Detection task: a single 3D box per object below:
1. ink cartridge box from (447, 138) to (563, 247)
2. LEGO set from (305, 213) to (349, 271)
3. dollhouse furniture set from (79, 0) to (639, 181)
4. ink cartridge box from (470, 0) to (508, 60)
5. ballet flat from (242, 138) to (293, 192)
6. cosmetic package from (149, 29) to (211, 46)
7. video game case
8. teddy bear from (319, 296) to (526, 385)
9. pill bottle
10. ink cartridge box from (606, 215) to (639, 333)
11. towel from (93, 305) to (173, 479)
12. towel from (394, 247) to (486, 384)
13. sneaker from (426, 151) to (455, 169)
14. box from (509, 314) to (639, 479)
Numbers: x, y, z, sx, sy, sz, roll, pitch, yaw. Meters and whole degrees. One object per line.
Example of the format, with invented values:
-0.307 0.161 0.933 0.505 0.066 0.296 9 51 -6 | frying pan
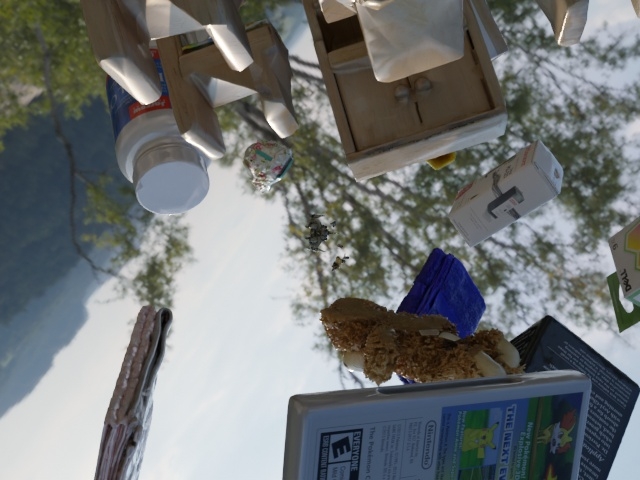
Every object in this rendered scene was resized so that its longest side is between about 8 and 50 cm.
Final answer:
0.388 -0.100 1.627 0.218 0.092 0.158 -33 -169 30 | ink cartridge box
0.002 -0.001 0.959 0.023 0.083 0.054 -1 125 -49 | LEGO set
0.045 -0.235 0.610 0.362 0.256 0.394 -17 167 7 | dollhouse furniture set
0.195 -0.372 1.402 0.234 0.193 0.088 -30 -175 -21 | ink cartridge box
-0.097 -0.138 1.357 0.091 0.077 0.241 -60 -173 -8 | ballet flat
-0.272 -0.334 1.520 0.160 0.113 0.309 -57 178 -17 | cosmetic package
0.100 0.285 0.702 0.036 0.300 0.329 -155 -112 -63 | video game case
0.158 0.185 1.252 0.245 0.338 0.113 -52 147 -70 | teddy bear
-0.207 -0.143 1.009 0.124 0.124 0.221 -45 -135 25 | pill bottle
0.452 0.022 1.040 0.209 0.062 0.109 -46 -152 39 | ink cartridge box
-0.256 0.286 1.021 0.332 0.053 0.317 -103 -154 -71 | towel
0.267 0.197 1.757 0.076 0.228 0.308 -7 -139 49 | towel
0.118 -0.133 0.874 0.064 0.175 0.067 -29 -117 20 | sneaker
0.321 0.374 1.325 0.395 0.212 0.293 -48 176 -37 | box
